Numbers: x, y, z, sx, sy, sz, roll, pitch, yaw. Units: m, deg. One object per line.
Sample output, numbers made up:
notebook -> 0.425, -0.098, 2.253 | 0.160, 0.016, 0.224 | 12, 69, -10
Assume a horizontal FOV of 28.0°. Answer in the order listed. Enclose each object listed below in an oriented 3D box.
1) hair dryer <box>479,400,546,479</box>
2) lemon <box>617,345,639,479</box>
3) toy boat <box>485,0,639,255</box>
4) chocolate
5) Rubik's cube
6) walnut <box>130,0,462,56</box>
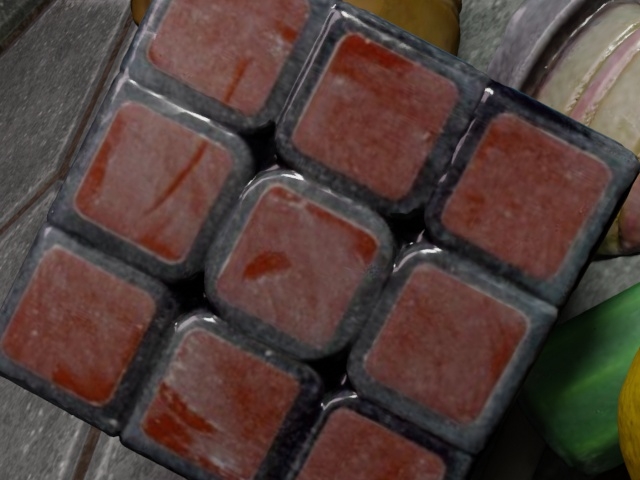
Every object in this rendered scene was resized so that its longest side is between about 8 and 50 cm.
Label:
hair dryer -> 0.111, 0.179, 0.923 | 0.195, 0.053, 0.220 | -21, 39, 42
lemon -> 0.249, 0.101, 0.688 | 0.170, 0.170, 0.207 | -60, 7, -16
toy boat -> 0.235, -0.104, 1.031 | 0.276, 0.111, 0.293 | -44, 39, 25
chocolate -> 0.268, 0.044, 0.819 | 0.291, 0.110, 0.110 | -34, 33, 23
Rubik's cube -> 0.000, 0.000, 0.878 | 0.304, 0.305, 0.301 | -60, -1, 8
walnut -> -0.030, -0.239, 1.341 | 0.398, 0.308, 0.354 | 11, 80, 55
